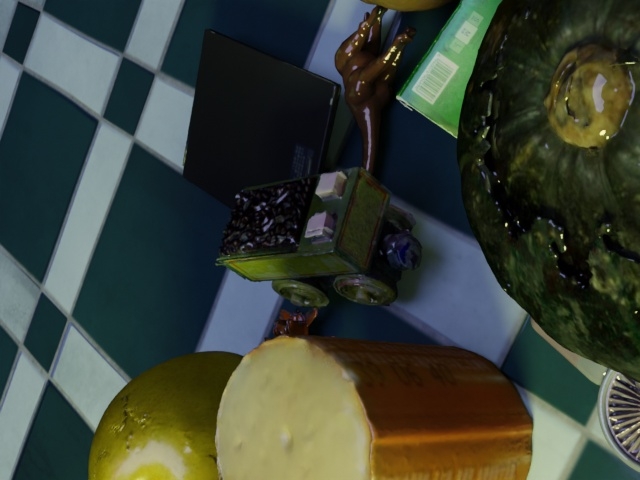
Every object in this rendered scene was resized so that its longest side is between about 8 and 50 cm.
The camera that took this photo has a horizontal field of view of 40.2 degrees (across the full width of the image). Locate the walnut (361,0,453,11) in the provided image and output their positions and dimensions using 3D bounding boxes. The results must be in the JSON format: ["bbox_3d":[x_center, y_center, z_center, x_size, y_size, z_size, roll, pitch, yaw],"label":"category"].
[{"bbox_3d":[0.117,-0.451,1.018,0.344,0.306,0.306,-53,51,8],"label":"walnut"}]

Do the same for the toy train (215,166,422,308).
[{"bbox_3d":[0.000,0.000,1.112,0.261,0.177,0.134,-7,56,42],"label":"toy train"}]

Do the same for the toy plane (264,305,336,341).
[{"bbox_3d":[-0.024,0.184,1.209,0.135,0.062,0.188,-10,89,42],"label":"toy plane"}]

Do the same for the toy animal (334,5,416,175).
[{"bbox_3d":[0.071,-0.183,1.173,0.229,0.066,0.224,-60,43,34],"label":"toy animal"}]

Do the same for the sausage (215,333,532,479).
[{"bbox_3d":[0.060,0.223,0.958,0.233,0.287,0.233,-11,74,41],"label":"sausage"}]

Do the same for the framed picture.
[{"bbox_3d":[-0.104,-0.160,1.331,0.339,0.014,0.255,32,117,43],"label":"framed picture"}]

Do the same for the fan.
[{"bbox_3d":[0.309,0.134,0.887,0.244,0.074,0.130,44,113,39],"label":"fan"}]

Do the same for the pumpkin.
[{"bbox_3d":[0.320,-0.098,0.729,0.455,0.344,0.454,0,90,45],"label":"pumpkin"}]

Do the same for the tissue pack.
[{"bbox_3d":[0.211,-0.217,1.009,0.148,0.156,0.209,35,109,3],"label":"tissue pack"}]

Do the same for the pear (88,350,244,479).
[{"bbox_3d":[-0.136,0.272,1.107,0.285,0.336,0.284,11,114,26],"label":"pear"}]
